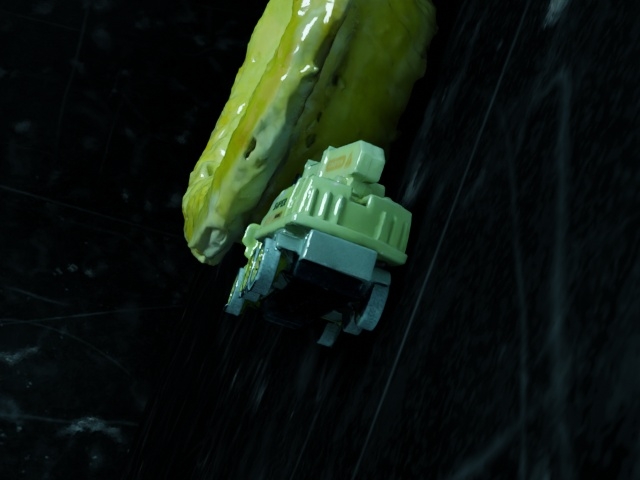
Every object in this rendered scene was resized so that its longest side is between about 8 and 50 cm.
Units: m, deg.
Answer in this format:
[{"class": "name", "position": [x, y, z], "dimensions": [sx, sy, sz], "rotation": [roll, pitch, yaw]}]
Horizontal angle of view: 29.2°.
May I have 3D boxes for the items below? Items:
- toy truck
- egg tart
[{"class": "toy truck", "position": [0.000, 0.000, 0.703], "dimensions": [0.169, 0.077, 0.100], "rotation": [139, 150, -76]}, {"class": "egg tart", "position": [-0.001, -0.110, 0.877], "dimensions": [0.315, 0.120, 0.315], "rotation": [-159, 90, -81]}]
